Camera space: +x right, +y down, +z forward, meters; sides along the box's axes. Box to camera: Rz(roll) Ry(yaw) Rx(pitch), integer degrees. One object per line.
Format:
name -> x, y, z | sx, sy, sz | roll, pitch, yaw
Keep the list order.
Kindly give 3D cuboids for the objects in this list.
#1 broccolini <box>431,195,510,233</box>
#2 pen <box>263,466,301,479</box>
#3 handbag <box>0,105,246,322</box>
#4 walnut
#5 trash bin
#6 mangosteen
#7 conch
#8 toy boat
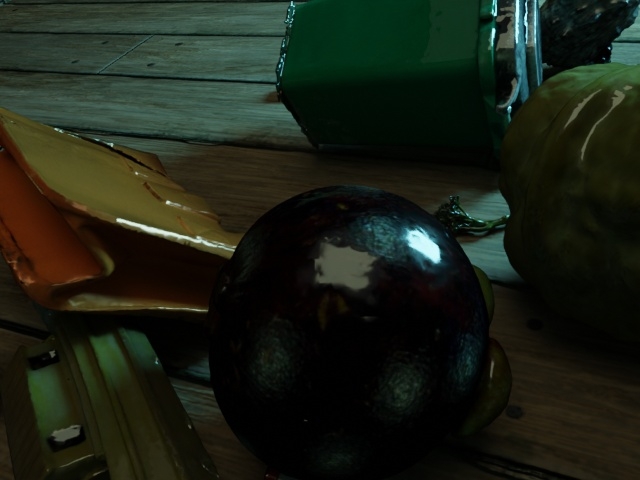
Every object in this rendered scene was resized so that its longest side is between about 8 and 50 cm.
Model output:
broccolini -> 0.250, -0.036, 0.869 | 0.194, 0.054, 0.052 | -6, 68, -4
pen -> 0.047, 0.244, 0.565 | 0.218, 0.026, 0.026 | 9, 42, 23
handbag -> -0.270, -0.037, 0.813 | 0.303, 0.116, 0.410 | 17, 14, -44
walnut -> 0.327, -0.046, 0.665 | 0.253, 0.277, 0.282 | -1, 18, 3
trash bin -> 0.144, -0.260, 0.984 | 0.381, 0.259, 0.295 | -2, 65, 23
mangosteen -> 0.036, 0.086, 0.583 | 0.288, 0.288, 0.288 | -7, 38, 5
conch -> 0.463, -0.407, 1.088 | 0.241, 0.313, 0.186 | -48, 68, 14
toy boat -> -0.223, 0.180, 0.619 | 0.162, 0.136, 0.445 | -20, 39, -25
